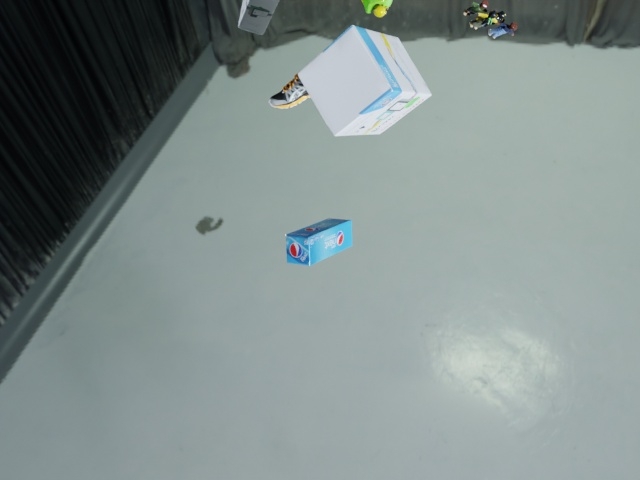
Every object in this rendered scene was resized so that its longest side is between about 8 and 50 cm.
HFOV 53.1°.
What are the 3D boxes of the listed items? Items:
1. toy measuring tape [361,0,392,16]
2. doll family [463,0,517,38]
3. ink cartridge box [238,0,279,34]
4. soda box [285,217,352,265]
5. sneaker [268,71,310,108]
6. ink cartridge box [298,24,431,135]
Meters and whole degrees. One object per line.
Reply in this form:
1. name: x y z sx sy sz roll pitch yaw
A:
1. toy measuring tape: 0.194 -0.934 2.315 0.121 0.121 0.330 -12 64 0
2. doll family: 0.573 -0.735 2.137 0.192 0.111 0.076 8 83 -29
3. ink cartridge box: -0.185 -0.784 2.028 0.092 0.219 0.160 12 73 -16
4. soda box: 0.000 0.000 1.554 0.067 0.071 0.210 6 16 31
5. sneaker: -0.069 -0.486 2.027 0.214 0.083 0.084 -24 36 0
6. ink cartridge box: 0.122 -0.409 1.677 0.270 0.198 0.197 -18 76 -58
